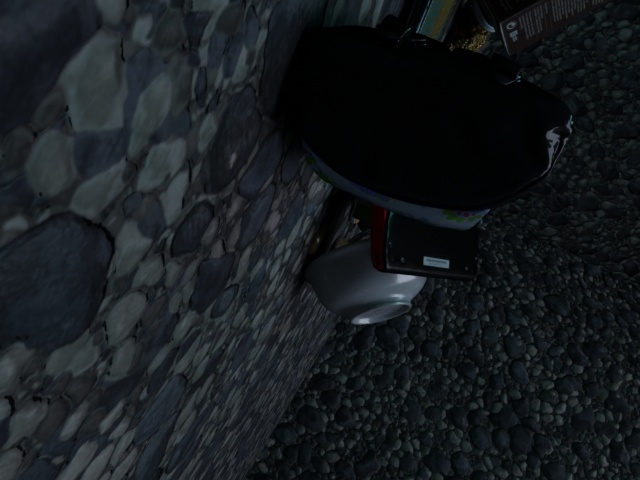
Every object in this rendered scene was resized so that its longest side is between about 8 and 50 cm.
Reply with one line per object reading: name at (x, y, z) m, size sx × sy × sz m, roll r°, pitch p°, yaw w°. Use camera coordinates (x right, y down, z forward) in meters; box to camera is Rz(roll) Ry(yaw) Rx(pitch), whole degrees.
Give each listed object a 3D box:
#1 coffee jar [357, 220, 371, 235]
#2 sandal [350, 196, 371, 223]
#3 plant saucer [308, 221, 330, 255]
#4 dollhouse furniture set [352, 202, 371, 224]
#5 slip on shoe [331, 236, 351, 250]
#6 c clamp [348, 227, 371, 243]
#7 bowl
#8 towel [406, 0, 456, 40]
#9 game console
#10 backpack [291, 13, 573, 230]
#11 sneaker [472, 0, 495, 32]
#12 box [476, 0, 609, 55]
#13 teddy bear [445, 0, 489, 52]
coffee jar at (0.179, -0.105, 1.675) m, size 0.184 × 0.079 × 0.096 m, roll -60°, pitch 170°, yaw -10°
sandal at (0.135, -0.112, 1.422) m, size 0.102 × 0.076 × 0.265 m, roll -58°, pitch 170°, yaw -22°
plant saucer at (0.000, 0.000, 1.201) m, size 0.083 × 0.015 × 0.083 m, roll -59°, pitch 170°, yaw -17°
dollhouse furniture set at (0.218, -0.157, 1.266) m, size 0.197 × 0.151 × 0.302 m, roll 13°, pitch 98°, yaw -64°
slip on shoe at (0.061, 0.021, 1.515) m, size 0.051 × 0.041 × 0.135 m, roll -63°, pitch 171°, yaw 6°
c clamp at (0.137, -0.001, 1.647) m, size 0.160 × 0.137 × 0.022 m, roll -39°, pitch -124°, yaw 49°
bowl at (0.118, 0.105, 1.256) m, size 0.298 × 0.297 × 0.134 m, roll 94°, pitch -16°, yaw -68°
towel at (0.193, -0.392, 1.055) m, size 0.272 × 0.040 × 0.370 m, roll -66°, pitch 172°, yaw 30°
game console at (0.234, -0.091, 1.199) m, size 0.386 × 0.060 × 0.342 m, roll 8°, pitch 84°, yaw -47°
backpack at (0.125, -0.139, 0.729) m, size 0.355 × 0.290 × 0.274 m, roll -65°, pitch 172°, yaw -64°
sneaker at (0.478, -0.671, 1.390) m, size 0.153 × 0.099 × 0.282 m, roll -15°, pitch -125°, yaw 66°
box at (0.547, -0.607, 1.237) m, size 0.381 × 0.191 × 0.143 m, roll -26°, pitch 153°, yaw 19°
teddy bear at (0.413, -0.554, 1.555) m, size 0.338 × 0.113 × 0.245 m, roll -57°, pitch 172°, yaw -29°
